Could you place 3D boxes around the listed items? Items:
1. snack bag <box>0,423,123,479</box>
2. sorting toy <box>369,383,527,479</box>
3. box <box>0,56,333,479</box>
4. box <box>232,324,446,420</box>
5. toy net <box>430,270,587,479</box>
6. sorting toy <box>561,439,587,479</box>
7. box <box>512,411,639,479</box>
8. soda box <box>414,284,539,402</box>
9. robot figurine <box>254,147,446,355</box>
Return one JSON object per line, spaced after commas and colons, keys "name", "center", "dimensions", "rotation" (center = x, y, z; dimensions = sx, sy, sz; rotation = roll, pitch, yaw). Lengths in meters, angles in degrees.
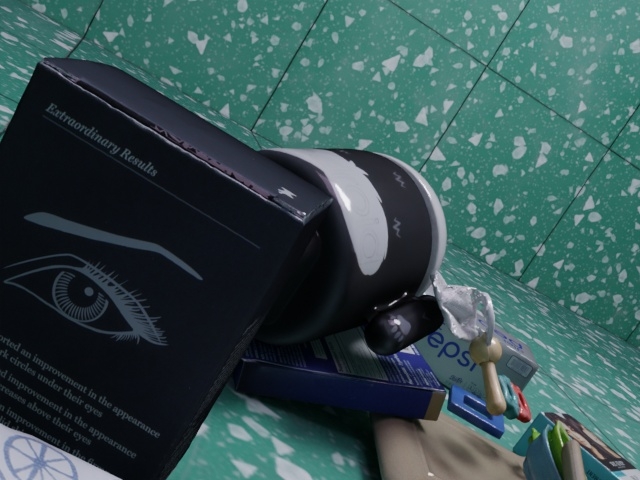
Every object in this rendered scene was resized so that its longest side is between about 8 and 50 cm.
{"name": "snack bag", "center": [-0.016, 0.199, 0.215], "dimensions": [0.323, 0.037, 0.342], "rotation": [41, 5, -30]}
{"name": "sorting toy", "center": [0.131, 0.216, 0.690], "dimensions": [0.196, 0.047, 0.347], "rotation": [26, 12, -8]}
{"name": "box", "center": [-0.111, 0.028, 0.429], "dimensions": [0.153, 0.207, 0.108], "rotation": [32, 11, 3]}
{"name": "box", "center": [-0.010, 0.104, 0.724], "dimensions": [0.226, 0.036, 0.136], "rotation": [13, 16, -15]}
{"name": "toy net", "center": [0.172, 0.121, 0.697], "dimensions": [0.232, 0.045, 0.122], "rotation": [63, 20, -3]}
{"name": "sorting toy", "center": [0.220, 0.266, 0.537], "dimensions": [0.208, 0.038, 0.193], "rotation": [58, 17, -1]}
{"name": "box", "center": [0.342, 0.294, 0.868], "dimensions": [0.244, 0.060, 0.101], "rotation": [41, 14, 37]}
{"name": "soda box", "center": [0.140, 0.112, 1.031], "dimensions": [0.286, 0.091, 0.098], "rotation": [32, 11, 2]}
{"name": "robot figurine", "center": [0.000, 0.003, 0.712], "dimensions": [0.174, 0.209, 0.278], "rotation": [-12, -2, 35]}
